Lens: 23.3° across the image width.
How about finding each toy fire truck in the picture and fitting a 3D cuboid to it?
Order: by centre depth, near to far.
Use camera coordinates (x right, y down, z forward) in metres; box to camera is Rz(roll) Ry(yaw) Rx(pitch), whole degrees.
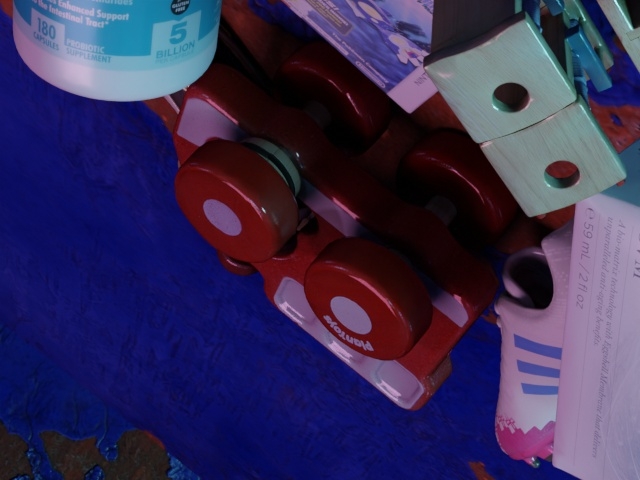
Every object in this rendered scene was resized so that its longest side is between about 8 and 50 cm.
[{"bbox_3d":[0.000,0.000,1.269,0.302,0.169,0.254,37,148,6],"label":"toy fire truck"}]

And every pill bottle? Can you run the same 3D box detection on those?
[{"bbox_3d":[-0.130,-0.236,1.031,0.146,0.146,0.264,29,133,23],"label":"pill bottle"}]

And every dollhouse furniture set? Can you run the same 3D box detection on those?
[{"bbox_3d":[0.172,-0.125,0.892,0.183,0.129,0.129,-23,124,24],"label":"dollhouse furniture set"}]

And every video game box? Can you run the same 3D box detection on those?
[{"bbox_3d":[0.031,-0.192,1.059,0.205,0.048,0.187,41,156,-5],"label":"video game box"}]

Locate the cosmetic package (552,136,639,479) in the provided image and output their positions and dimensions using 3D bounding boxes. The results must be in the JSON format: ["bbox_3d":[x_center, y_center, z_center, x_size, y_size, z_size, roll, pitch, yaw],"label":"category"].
[{"bbox_3d":[0.278,0.070,0.960,0.224,0.138,0.224,23,130,32],"label":"cosmetic package"}]

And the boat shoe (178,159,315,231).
[{"bbox_3d":[-0.034,-0.014,1.456,0.285,0.089,0.105,27,156,28],"label":"boat shoe"}]

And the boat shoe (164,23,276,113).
[{"bbox_3d":[-0.073,-0.106,1.346,0.228,0.081,0.068,51,160,-22],"label":"boat shoe"}]

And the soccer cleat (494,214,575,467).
[{"bbox_3d":[0.196,0.078,1.269,0.143,0.116,0.331,46,155,10],"label":"soccer cleat"}]
